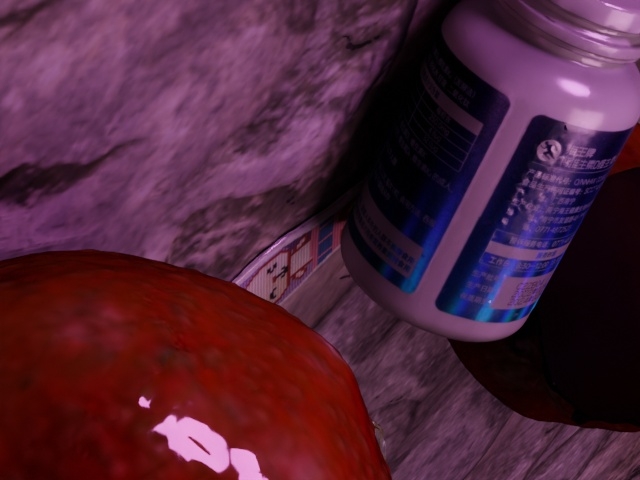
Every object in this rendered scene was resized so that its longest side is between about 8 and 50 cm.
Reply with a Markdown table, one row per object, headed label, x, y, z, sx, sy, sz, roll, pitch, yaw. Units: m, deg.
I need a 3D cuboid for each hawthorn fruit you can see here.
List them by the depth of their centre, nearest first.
| label | x | y | z | sx | sy | sz | roll | pitch | yaw |
| --- | --- | --- | --- | --- | --- | --- | --- | --- | --- |
| hawthorn fruit | -0.091 | 0.123 | 0.723 | 0.254 | 0.254 | 0.300 | -50 | -172 | 3 |
| hawthorn fruit | 0.176 | 0.011 | 1.130 | 0.189 | 0.189 | 0.251 | -61 | 170 | 29 |

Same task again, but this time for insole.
| label | x | y | z | sx | sy | sz | roll | pitch | yaw |
| --- | --- | --- | --- | --- | --- | --- | --- | --- | --- |
| insole | 0.000 | 0.000 | 0.983 | 0.197 | 0.004 | 0.065 | -39 | 157 | -24 |

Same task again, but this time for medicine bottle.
| label | x | y | z | sx | sy | sz | roll | pitch | yaw |
| --- | --- | --- | --- | --- | --- | --- | --- | --- | --- |
| medicine bottle | 0.092 | -0.052 | 0.926 | 0.107 | 0.107 | 0.191 | -19 | 141 | -54 |

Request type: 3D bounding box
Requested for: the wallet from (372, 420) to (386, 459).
| label | x | y | z | sx | sy | sz | roll | pitch | yaw |
| --- | --- | --- | --- | --- | --- | --- | --- | --- | --- |
| wallet | -0.021 | 0.194 | 1.066 | 0.309 | 0.077 | 0.223 | 44 | 51 | -72 |
